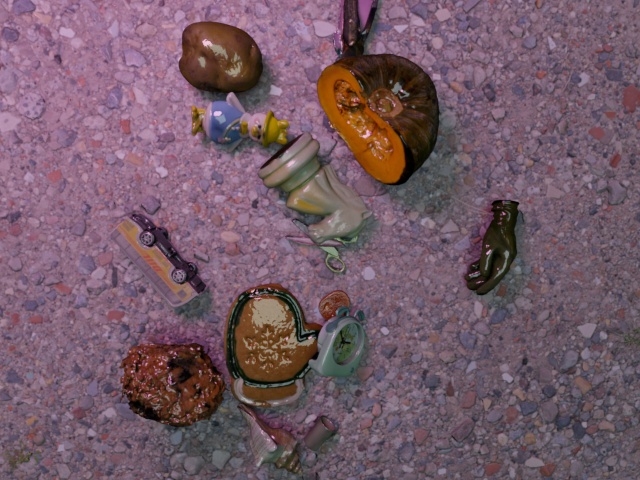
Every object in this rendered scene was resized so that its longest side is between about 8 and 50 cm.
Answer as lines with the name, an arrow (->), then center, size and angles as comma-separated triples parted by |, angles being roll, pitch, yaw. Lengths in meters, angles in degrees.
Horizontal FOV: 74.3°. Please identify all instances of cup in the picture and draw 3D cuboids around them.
cup -> 0.000, 0.547, 1.199 | 0.054, 0.075, 0.083 | 42, 97, 29

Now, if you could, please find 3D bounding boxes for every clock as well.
clock -> 0.056, 0.268, 1.129 | 0.148, 0.060, 0.188 | 24, 83, -43

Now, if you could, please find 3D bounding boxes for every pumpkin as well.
pumpkin -> 0.163, -0.309, 1.043 | 0.232, 0.242, 0.325 | -35, 94, -28

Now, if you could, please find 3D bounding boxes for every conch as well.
conch -> -0.139, 0.557, 1.136 | 0.234, 0.137, 0.114 | 36, 79, -19

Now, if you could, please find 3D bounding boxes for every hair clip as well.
hair clip -> 0.086, -0.627, 1.057 | 0.110, 0.096, 0.358 | 1, 88, 31

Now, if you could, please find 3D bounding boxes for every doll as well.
doll -> -0.199, -0.289, 1.058 | 0.241, 0.099, 0.135 | 8, 91, -3

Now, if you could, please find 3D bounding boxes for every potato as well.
potato -> -0.240, -0.440, 1.021 | 0.201, 0.137, 0.154 | 7, 122, -3

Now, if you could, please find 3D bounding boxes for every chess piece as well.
chess piece -> -0.006, -0.112, 1.072 | 0.176, 0.176, 0.298 | -41, 107, 2

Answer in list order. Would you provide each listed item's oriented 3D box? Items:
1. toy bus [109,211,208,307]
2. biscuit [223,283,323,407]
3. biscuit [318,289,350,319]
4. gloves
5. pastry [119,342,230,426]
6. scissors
toy bus -> -0.414, 0.052, 1.091 | 0.106, 0.092, 0.268 | -37, 98, 10
biscuit -> -0.116, 0.290, 1.151 | 0.288, 0.057, 0.343 | 0, 97, -3
biscuit -> 0.040, 0.182, 1.169 | 0.091, 0.015, 0.078 | -32, 99, 1
gloves -> 0.469, 0.021, 1.129 | 0.107, 0.135, 0.268 | 23, 94, 36
pastry -> -0.359, 0.335, 1.051 | 0.275, 0.275, 0.192 | 20, 87, -6
scissors -> 0.000, 0.000, 1.142 | 0.187, 0.020, 0.133 | 21, 92, -8
